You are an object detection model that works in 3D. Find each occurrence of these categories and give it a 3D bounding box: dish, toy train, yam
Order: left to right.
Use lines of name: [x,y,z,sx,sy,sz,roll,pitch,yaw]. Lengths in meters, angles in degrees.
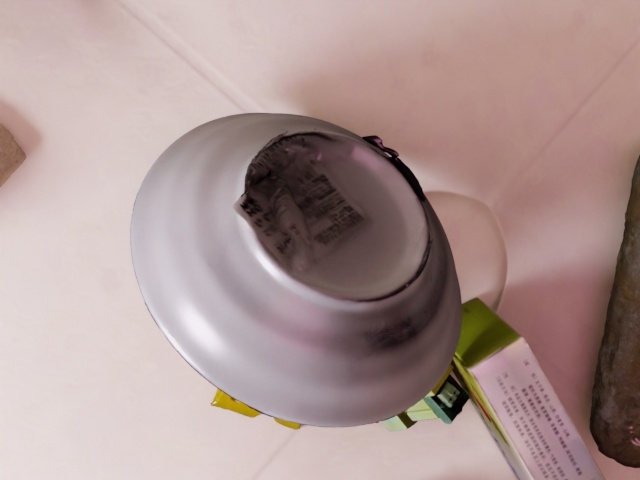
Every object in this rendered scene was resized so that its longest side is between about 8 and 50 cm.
dish: [0.000,0.000,1.693,0.316,0.106,0.316,12,56,-19]
toy train: [0.080,0.136,1.823,0.081,0.122,0.050,52,57,-16]
yam: [0.326,0.053,1.840,0.133,0.133,0.330,12,102,-10]

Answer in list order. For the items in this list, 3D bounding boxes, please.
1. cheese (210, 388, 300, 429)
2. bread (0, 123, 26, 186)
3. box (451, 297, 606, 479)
cheese: [-0.031,0.098,1.818,0.093,0.126,0.171,16,116,-17]
bread: [-0.349,-0.041,1.770,0.077,0.105,0.152,49,59,-13]
box: [0.201,0.189,1.815,0.062,0.175,0.260,-32,103,-2]
